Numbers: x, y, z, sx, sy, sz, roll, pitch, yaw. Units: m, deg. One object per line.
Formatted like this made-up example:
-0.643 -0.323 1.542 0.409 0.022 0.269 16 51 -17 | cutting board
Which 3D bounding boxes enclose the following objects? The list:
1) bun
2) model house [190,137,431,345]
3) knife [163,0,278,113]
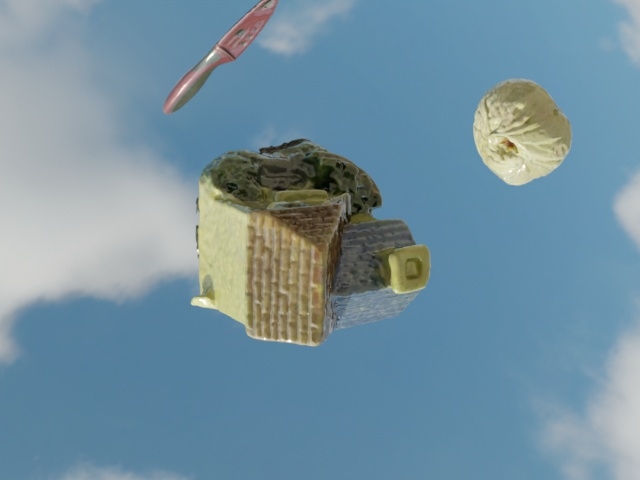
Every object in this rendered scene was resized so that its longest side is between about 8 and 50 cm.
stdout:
0.201 -0.109 0.830 0.069 0.115 0.115 -25 -96 -32 | bun
0.000 0.000 1.151 0.321 0.266 0.261 -7 -74 -28 | model house
-0.114 -0.209 0.911 0.035 0.247 0.018 12 -121 -38 | knife
